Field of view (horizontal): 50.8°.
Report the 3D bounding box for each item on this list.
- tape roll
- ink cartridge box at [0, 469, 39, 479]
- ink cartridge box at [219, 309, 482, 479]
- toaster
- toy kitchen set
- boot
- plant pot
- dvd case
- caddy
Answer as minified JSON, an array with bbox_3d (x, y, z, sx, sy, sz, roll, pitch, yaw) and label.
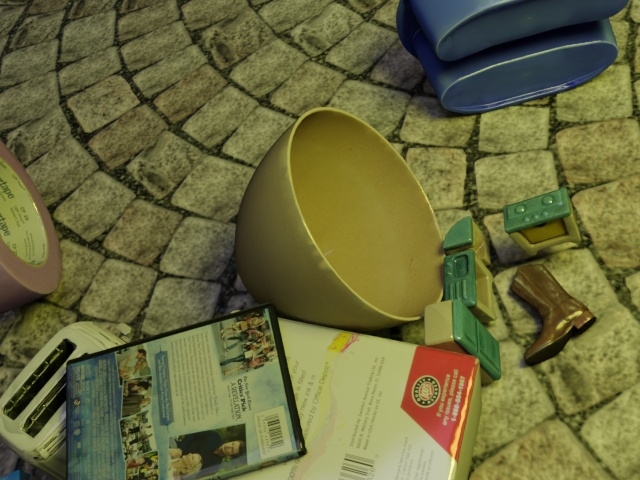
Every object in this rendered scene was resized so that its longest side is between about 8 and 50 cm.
[{"bbox_3d":[-0.494,-0.031,0.994,0.090,0.275,0.275,-24,53,-1],"label":"tape roll"},{"bbox_3d":[-0.374,0.337,0.844,0.028,0.048,0.083,-24,53,-1],"label":"ink cartridge box"},{"bbox_3d":[0.011,0.224,0.763,0.306,0.131,0.226,8,59,23],"label":"ink cartridge box"},{"bbox_3d":[-0.304,0.212,0.852,0.129,0.146,0.227,26,67,30],"label":"toaster"},{"bbox_3d":[0.223,0.042,0.800,0.166,0.122,0.207,-18,49,30],"label":"toy kitchen set"},{"bbox_3d":[0.267,0.088,0.845,0.106,0.037,0.114,-32,50,-6],"label":"boot"},{"bbox_3d":[0.000,0.000,0.865,0.191,0.284,0.284,-30,45,36],"label":"plant pot"},{"bbox_3d":[-0.155,0.179,0.736,0.253,0.022,0.180,-16,55,1],"label":"dvd case"},{"bbox_3d":[0.288,-0.344,1.012,0.341,0.241,0.179,-14,58,6],"label":"caddy"}]
